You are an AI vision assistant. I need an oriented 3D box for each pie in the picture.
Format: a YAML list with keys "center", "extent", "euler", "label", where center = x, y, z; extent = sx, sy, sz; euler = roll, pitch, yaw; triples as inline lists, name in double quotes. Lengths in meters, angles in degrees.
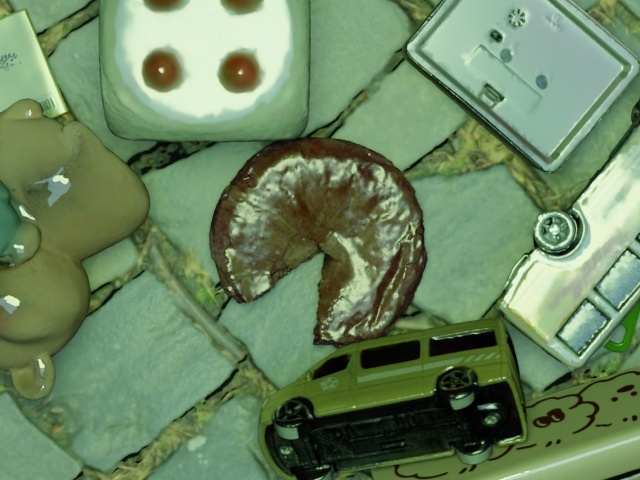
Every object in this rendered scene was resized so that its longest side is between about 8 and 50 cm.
- center: [0.000, 0.000, 1.499]
  extent: [0.218, 0.054, 0.204]
  euler: [14, 95, -4]
  label: "pie"

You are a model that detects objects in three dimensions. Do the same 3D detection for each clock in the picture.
- center: [0.195, -0.179, 1.480]
  extent: [0.192, 0.071, 0.147]
  euler: [39, 93, -5]
  label: "clock"

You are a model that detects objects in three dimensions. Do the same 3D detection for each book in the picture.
- center: [-0.304, -0.163, 1.493]
  extent: [0.077, 0.014, 0.111]
  euler: [-22, 96, -2]
  label: "book"

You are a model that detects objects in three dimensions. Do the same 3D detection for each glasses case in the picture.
- center: [0.220, 0.216, 1.479]
  extent: [0.336, 0.144, 0.076]
  euler: [-18, 109, -1]
  label: "glasses case"

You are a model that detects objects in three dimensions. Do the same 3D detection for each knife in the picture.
- center: [0.317, 0.033, 1.530]
  extent: [0.078, 0.022, 0.166]
  euler: [17, 94, 2]
  label: "knife"

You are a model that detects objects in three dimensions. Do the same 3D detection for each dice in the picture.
- center: [-0.104, -0.188, 1.409]
  extent: [0.191, 0.194, 0.193]
  euler: [-1, 97, -3]
  label: "dice"

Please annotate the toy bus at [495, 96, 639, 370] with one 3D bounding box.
- center: [0.310, -0.036, 1.472]
  extent: [0.138, 0.097, 0.342]
  euler: [42, 93, 8]
  label: "toy bus"

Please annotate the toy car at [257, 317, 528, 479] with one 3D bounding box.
- center: [0.069, 0.155, 1.467]
  extent: [0.256, 0.124, 0.101]
  euler: [-11, 127, 12]
  label: "toy car"

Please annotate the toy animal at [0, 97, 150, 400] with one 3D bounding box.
- center: [-0.285, -0.010, 1.431]
  extent: [0.210, 0.229, 0.221]
  euler: [30, 50, 22]
  label: "toy animal"
